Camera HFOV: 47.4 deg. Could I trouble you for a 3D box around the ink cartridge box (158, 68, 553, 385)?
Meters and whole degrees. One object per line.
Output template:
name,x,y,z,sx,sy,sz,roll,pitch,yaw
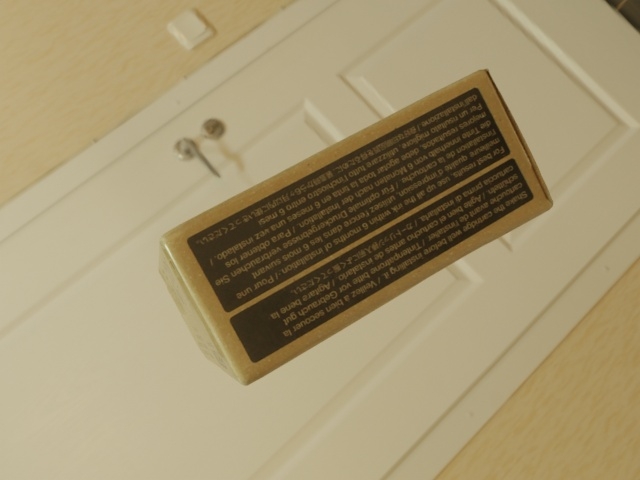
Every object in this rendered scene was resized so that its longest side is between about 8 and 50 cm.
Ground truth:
ink cartridge box,0.000,0.000,0.465,0.088,0.193,0.235,62,167,-1
